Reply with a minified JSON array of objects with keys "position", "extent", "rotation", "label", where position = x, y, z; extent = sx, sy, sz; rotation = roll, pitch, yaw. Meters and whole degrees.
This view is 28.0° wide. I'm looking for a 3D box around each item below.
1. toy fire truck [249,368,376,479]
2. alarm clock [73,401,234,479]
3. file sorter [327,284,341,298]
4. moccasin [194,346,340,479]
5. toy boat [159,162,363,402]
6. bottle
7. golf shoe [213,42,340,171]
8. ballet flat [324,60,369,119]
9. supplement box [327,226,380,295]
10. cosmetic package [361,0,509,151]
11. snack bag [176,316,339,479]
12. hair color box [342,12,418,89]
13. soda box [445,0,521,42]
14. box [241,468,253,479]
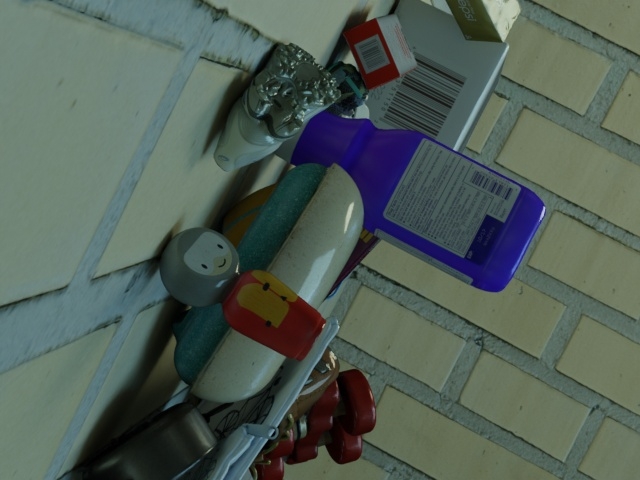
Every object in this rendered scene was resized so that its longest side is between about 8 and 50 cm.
[{"position":[-0.044,0.216,1.961],"extent":[0.169,0.254,0.302],"rotation":[-13,154,-17],"label":"toy fire truck"},{"position":[-0.154,0.200,1.245],"extent":[0.192,0.064,0.129],"rotation":[-29,178,-44],"label":"alarm clock"},{"position":[0.003,-0.012,1.714],"extent":[0.118,0.104,0.170],"rotation":[-60,174,-24],"label":"file sorter"},{"position":[-0.098,0.233,1.678],"extent":[0.147,0.139,0.380],"rotation":[-46,-174,-31],"label":"moccasin"},{"position":[-0.067,0.034,1.204],"extent":[0.267,0.148,0.318],"rotation":[-57,-177,3],"label":"toy boat"},{"position":[0.090,-0.054,1.349],"extent":[0.118,0.283,0.092],"rotation":[-61,175,-16],"label":"bottle"},{"position":[-0.043,-0.112,1.087],"extent":[0.086,0.069,0.176],"rotation":[-42,-178,28],"label":"golf shoe"},{"position":[0.024,-0.136,1.476],"extent":[0.070,0.070,0.188],"rotation":[-60,173,-17],"label":"ballet flat"},{"position":[0.000,0.000,1.507],"extent":[0.188,0.104,0.081],"rotation":[-47,177,5],"label":"supplement box"},{"position":[0.150,-0.194,1.878],"extent":[0.230,0.161,0.453],"rotation":[-63,175,3],"label":"cosmetic package"},{"position":[-0.128,0.228,1.372],"extent":[0.342,0.037,0.323],"rotation":[-55,-168,-25],"label":"snack bag"},{"position":[0.069,-0.215,1.446],"extent":[0.043,0.072,0.141],"rotation":[-22,-174,16],"label":"hair color box"},{"position":[0.182,-0.325,1.568],"extent":[0.061,0.058,0.181],"rotation":[-60,137,-23],"label":"soda box"},{"position":[-0.113,0.306,2.223],"extent":[0.203,0.103,0.114],"rotation":[-63,175,13],"label":"box"}]
